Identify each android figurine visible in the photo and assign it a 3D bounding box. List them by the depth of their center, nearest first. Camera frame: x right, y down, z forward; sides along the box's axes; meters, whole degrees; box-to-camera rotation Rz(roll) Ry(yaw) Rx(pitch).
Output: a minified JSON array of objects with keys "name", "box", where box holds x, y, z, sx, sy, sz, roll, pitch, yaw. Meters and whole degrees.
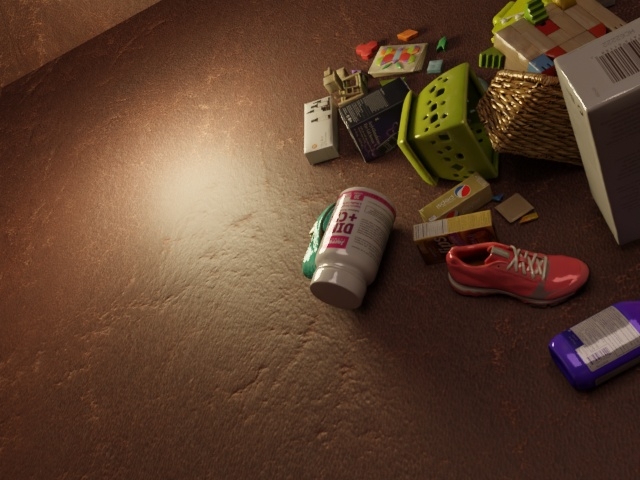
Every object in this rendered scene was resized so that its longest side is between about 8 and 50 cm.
[{"name":"android figurine","box":[0.621,-0.691,1.879,0.273,0.056,0.248,-47,21,-9]}]

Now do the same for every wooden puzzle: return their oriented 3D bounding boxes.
[{"name":"wooden puzzle","box":[0.481,-0.079,1.548,0.079,0.014,0.116,-25,47,2]}]

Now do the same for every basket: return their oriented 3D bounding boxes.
[{"name":"basket","box":[0.555,-0.336,1.480,0.299,0.223,0.213,6,49,-17]}]

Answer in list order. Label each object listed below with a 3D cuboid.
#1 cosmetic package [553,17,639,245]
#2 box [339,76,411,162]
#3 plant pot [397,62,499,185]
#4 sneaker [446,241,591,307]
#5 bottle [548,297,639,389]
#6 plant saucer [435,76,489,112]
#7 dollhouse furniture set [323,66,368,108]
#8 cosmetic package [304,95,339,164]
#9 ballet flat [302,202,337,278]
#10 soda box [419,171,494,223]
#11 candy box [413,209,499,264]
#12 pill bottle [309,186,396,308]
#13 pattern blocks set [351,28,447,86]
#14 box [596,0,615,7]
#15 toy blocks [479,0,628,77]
[{"name":"cosmetic package","box":[0.634,-0.202,1.215,0.230,0.453,0.161,-24,48,17]},{"name":"box","box":[0.183,-0.351,1.824,0.207,0.153,0.108,-27,47,7]},{"name":"plant pot","box":[0.333,-0.289,1.647,0.207,0.227,0.228,-13,49,34]},{"name":"sneaker","box":[0.424,0.065,1.379,0.314,0.136,0.116,0,56,28]},{"name":"bottle","box":[0.597,0.182,1.225,0.283,0.092,0.118,-30,47,3]},{"name":"plant saucer","box":[0.401,-0.436,1.856,0.195,0.037,0.195,-14,50,18]},{"name":"dollhouse furniture set","box":[0.084,-0.529,1.994,0.101,0.161,0.181,-19,53,22]},{"name":"cosmetic package","box":[0.002,-0.353,1.985,0.099,0.060,0.239,-16,49,17]},{"name":"ballet flat","box":[0.000,0.000,1.697,0.087,0.083,0.247,-14,46,37]},{"name":"soda box","box":[0.347,-0.092,1.594,0.181,0.061,0.058,-33,46,1]},{"name":"candy box","box":[0.328,-0.005,1.505,0.187,0.109,0.053,-11,50,21]},{"name":"pill bottle","box":[0.081,0.019,1.579,0.160,0.160,0.283,3,57,30]},{"name":"pattern blocks set","box":[0.257,-0.602,2.070,0.325,0.026,0.285,-7,52,23]},{"name":"box","box":[0.803,-0.740,1.848,0.101,0.087,0.102,-18,49,15]},{"name":"toy blocks","box":[0.671,-0.524,1.707,0.381,0.190,0.261,-29,59,-8]}]
